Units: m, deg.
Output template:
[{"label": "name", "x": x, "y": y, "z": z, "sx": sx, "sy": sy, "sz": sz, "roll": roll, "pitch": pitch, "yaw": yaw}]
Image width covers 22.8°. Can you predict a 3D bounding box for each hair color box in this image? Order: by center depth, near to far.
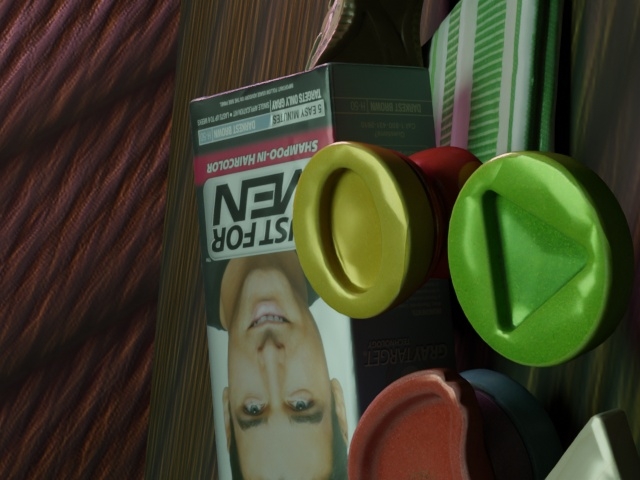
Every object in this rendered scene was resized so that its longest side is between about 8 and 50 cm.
[{"label": "hair color box", "x": 0.003, "y": 0.057, "z": 1.286, "sx": 0.185, "sy": 0.114, "sz": 0.374, "roll": -9, "pitch": 86, "yaw": 49}]

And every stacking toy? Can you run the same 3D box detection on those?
[{"label": "stacking toy", "x": 0.132, "y": 0.070, "z": 1.045, "sx": 0.279, "sy": 0.130, "sz": 0.308, "roll": -9, "pitch": 91, "yaw": 50}]

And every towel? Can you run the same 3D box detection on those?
[{"label": "towel", "x": 0.127, "y": -0.092, "z": 1.293, "sx": 0.325, "sy": 0.038, "sz": 0.247, "roll": 135, "pitch": 141, "yaw": -73}]

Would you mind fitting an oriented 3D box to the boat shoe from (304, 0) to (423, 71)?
[{"label": "boat shoe", "x": 0.044, "y": -0.168, "z": 1.444, "sx": 0.089, "sy": 0.105, "sz": 0.285, "roll": 129, "pitch": 156, "yaw": -79}]
